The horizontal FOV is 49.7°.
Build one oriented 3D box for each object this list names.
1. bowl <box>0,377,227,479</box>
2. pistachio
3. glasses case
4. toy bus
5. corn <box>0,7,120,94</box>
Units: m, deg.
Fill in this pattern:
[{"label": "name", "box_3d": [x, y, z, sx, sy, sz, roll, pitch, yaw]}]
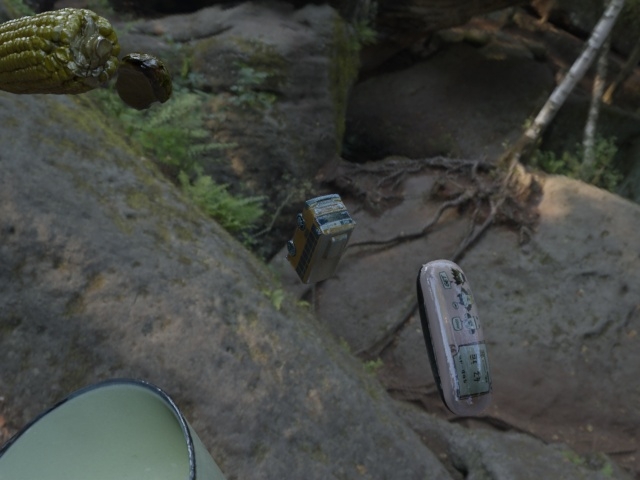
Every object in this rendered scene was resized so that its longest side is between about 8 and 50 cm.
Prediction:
[{"label": "bowl", "box_3d": [-0.149, 0.230, 0.478, 0.126, 0.238, 0.237, 52, 13, -36]}, {"label": "pistachio", "box_3d": [-0.279, -0.258, 1.113, 0.090, 0.173, 0.049, 31, 70, -13]}, {"label": "glasses case", "box_3d": [0.267, 0.190, 1.378, 0.122, 0.075, 0.314, -2, 75, -32]}, {"label": "toy bus", "box_3d": [0.000, 0.000, 1.421, 0.091, 0.182, 0.103, -14, 56, -29]}, {"label": "corn", "box_3d": [-0.398, -0.262, 0.983, 0.322, 0.119, 0.119, 4, 13, 38]}]
